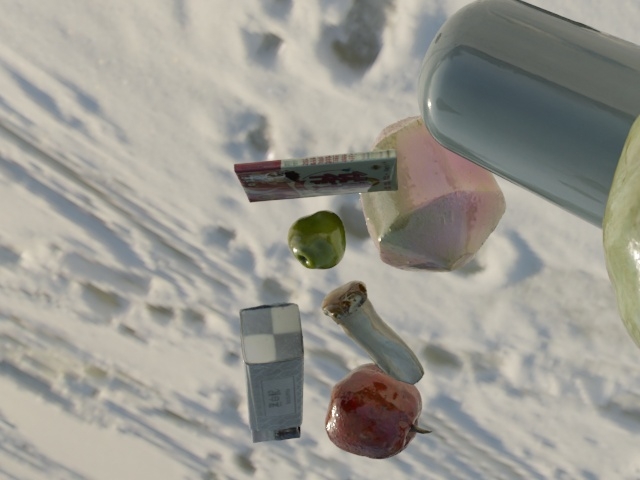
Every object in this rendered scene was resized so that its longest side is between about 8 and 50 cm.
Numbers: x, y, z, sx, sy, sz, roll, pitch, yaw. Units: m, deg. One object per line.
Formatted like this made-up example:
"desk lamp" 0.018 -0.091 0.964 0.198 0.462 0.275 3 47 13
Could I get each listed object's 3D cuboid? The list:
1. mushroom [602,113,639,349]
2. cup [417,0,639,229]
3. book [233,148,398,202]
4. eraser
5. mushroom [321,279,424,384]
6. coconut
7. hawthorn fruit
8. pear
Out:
"mushroom" 0.425 -0.009 1.101 0.352 0.352 0.260 23 172 8
"cup" 0.277 -0.151 1.406 0.312 0.205 0.205 30 158 26
"book" -0.002 -0.093 1.790 0.231 0.022 0.162 -4 167 3
"eraser" -0.077 0.226 1.985 0.096 0.098 0.404 -6 154 -4
"mushroom" 0.093 0.157 2.048 0.209 0.084 0.071 48 179 -12
"coconut" 0.179 -0.061 2.018 0.233 0.245 0.233 -15 154 -7
"hawthorn fruit" 0.114 0.327 2.277 0.200 0.179 0.179 24 155 17
"pear" 0.000 0.000 1.837 0.092 0.097 0.092 34 152 21
